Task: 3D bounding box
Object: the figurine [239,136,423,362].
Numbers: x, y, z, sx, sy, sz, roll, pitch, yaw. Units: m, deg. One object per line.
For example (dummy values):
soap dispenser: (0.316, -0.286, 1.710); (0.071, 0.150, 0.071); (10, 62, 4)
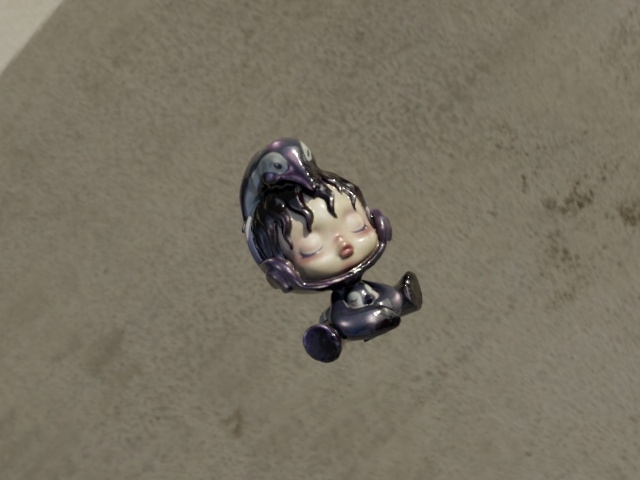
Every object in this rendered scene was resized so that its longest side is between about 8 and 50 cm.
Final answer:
figurine: (0.000, 0.000, 1.049); (0.145, 0.145, 0.222); (-26, 88, 14)
